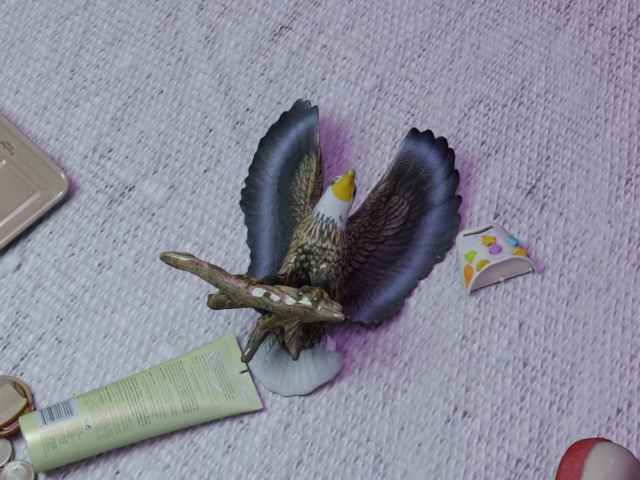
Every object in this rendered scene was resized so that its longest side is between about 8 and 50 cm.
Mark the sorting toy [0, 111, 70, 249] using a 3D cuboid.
[{"bbox_3d":[-0.419,-0.051,1.402,0.193,0.038,0.208,40,75,22],"label":"sorting toy"}]

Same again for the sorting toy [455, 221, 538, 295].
[{"bbox_3d":[0.184,0.010,1.335,0.083,0.044,0.075,-18,43,-7],"label":"sorting toy"}]

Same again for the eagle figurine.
[{"bbox_3d":[0.007,-0.006,1.292,0.226,0.225,0.298,52,34,-15],"label":"eagle figurine"}]

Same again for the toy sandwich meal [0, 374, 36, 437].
[{"bbox_3d":[-0.340,0.170,1.270,0.086,0.029,0.085,-2,50,2],"label":"toy sandwich meal"}]

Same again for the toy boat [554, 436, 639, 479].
[{"bbox_3d":[0.218,0.298,1.134,0.151,0.151,0.231,-1,56,38],"label":"toy boat"}]

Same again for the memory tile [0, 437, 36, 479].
[{"bbox_3d":[-0.346,0.279,1.229,0.113,0.012,0.148,39,70,21],"label":"memory tile"}]

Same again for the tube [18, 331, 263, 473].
[{"bbox_3d":[-0.186,0.173,1.256,0.240,0.062,0.070,-19,105,-14],"label":"tube"}]
